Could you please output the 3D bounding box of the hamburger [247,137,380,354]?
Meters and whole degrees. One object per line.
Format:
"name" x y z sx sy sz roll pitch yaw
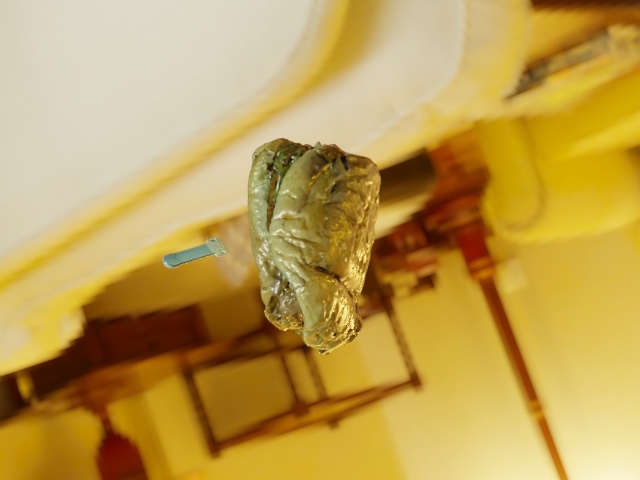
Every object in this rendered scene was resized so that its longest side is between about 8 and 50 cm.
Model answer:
"hamburger" 0.000 0.000 1.792 0.130 0.206 0.183 -9 160 9

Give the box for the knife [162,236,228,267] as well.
"knife" -0.145 0.016 2.151 0.096 0.027 0.010 -17 152 -45
